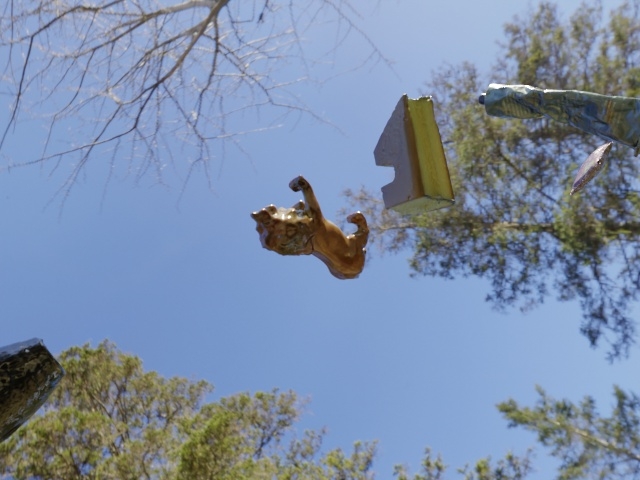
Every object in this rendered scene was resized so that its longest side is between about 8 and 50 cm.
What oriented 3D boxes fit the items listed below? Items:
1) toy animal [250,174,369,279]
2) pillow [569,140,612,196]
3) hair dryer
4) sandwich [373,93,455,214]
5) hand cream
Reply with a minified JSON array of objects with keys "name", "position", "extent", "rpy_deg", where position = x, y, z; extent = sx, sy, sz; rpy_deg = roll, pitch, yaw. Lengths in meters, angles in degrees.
[{"name":"toy animal","position":[0.000,0.000,1.026],"extent":[0.312,0.097,0.158],"rpy_deg":[32,-130,-33]},{"name":"pillow","position":[0.647,-0.173,1.335],"extent":[0.043,0.118,0.185],"rpy_deg":[37,-138,10]},{"name":"hair dryer","position":[-0.284,0.118,0.390],"extent":[0.075,0.219,0.195],"rpy_deg":[46,-121,9]},{"name":"sandwich","position":[0.194,-0.178,1.194],"extent":[0.122,0.128,0.236],"rpy_deg":[0,-101,-47]},{"name":"hand cream","position":[0.345,-0.186,0.818],"extent":[0.052,0.247,0.075],"rpy_deg":[-51,-39,-19]}]
